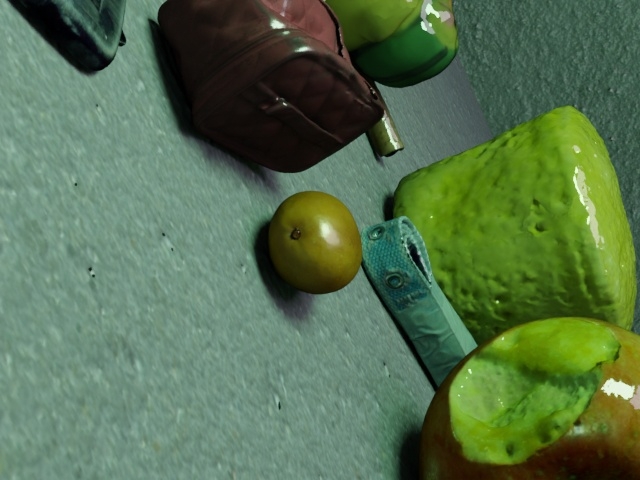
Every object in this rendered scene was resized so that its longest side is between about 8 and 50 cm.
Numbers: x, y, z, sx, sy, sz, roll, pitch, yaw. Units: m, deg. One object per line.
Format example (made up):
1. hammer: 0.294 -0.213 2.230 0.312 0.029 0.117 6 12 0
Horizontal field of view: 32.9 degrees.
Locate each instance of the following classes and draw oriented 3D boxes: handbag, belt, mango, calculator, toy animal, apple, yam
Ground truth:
1. handbag: -0.043 -0.157 1.023 0.225 0.146 0.135 30 35 -63
2. belt: 0.142 0.099 1.389 0.302 0.072 0.087 59 21 -26
3. mango: 0.000 0.000 1.059 0.184 0.085 0.102 -16 84 -79
4. calculator: -0.216 -0.244 0.792 0.177 0.040 0.268 -93 159 -44
5. toy animal: 0.065 -0.344 1.508 0.338 0.191 0.216 40 35 -49
6. apple: 0.268 0.244 1.165 0.339 0.339 0.339 56 20 -33
7. yam: 0.048 -0.279 1.642 0.045 0.045 0.327 -13 78 -42

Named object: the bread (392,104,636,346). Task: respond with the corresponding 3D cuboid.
1. bread: 0.281 0.006 1.533 0.348 0.308 0.348 -16 90 -76
